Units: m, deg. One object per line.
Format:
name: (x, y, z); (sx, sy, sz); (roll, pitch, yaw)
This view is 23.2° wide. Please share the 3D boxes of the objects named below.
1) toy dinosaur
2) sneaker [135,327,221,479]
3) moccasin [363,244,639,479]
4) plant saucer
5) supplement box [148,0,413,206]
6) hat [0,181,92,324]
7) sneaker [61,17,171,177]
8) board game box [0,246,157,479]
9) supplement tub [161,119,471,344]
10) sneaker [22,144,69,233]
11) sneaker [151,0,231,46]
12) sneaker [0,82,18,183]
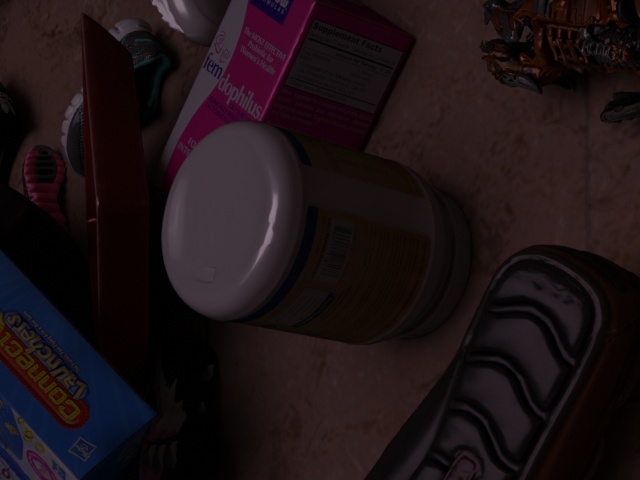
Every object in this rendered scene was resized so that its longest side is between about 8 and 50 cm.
toy dinosaur: (0.233, -0.196, 1.011); (0.322, 0.164, 0.218); (-12, 85, 28)
sneaker: (-0.130, 0.170, 1.354); (0.077, 0.072, 0.178); (-49, 24, 44)
moccasin: (0.100, 0.177, 1.049); (0.139, 0.147, 0.380); (29, 99, 34)
plant saucer: (-0.182, -0.026, 1.378); (0.259, 0.047, 0.258); (-102, 13, -45)
supplement box: (-0.036, -0.103, 1.285); (0.111, 0.114, 0.220); (40, 109, 48)
hat: (-0.310, 0.029, 1.509); (0.134, 0.331, 0.331); (-43, 34, -23)
sneaker: (-0.198, -0.131, 1.519); (0.076, 0.065, 0.166); (38, 110, 43)
board game box: (-0.298, 0.122, 1.343); (0.302, 0.086, 0.308); (45, 149, 9)
supplement tub: (0.000, 0.000, 1.148); (0.144, 0.199, 0.144); (-17, 67, 46)
sneaker: (-0.294, -0.041, 1.622); (0.057, 0.047, 0.119); (-38, 52, 51)
sneaker: (-0.107, -0.293, 1.443); (0.095, 0.090, 0.235); (-21, 66, 34)
sneaker: (-0.425, -0.042, 1.717); (0.121, 0.108, 0.302); (45, 113, 50)
